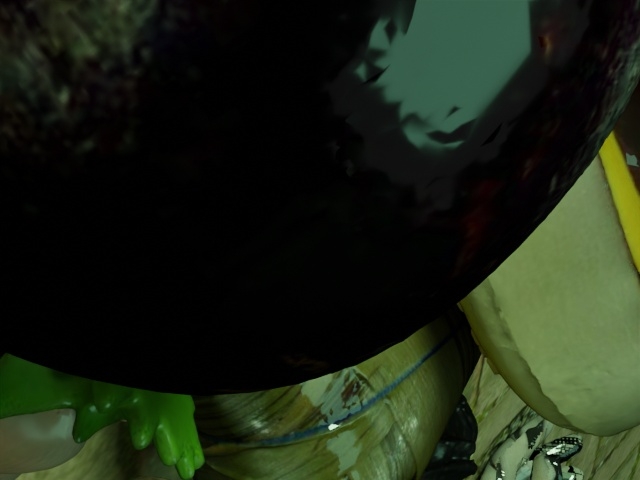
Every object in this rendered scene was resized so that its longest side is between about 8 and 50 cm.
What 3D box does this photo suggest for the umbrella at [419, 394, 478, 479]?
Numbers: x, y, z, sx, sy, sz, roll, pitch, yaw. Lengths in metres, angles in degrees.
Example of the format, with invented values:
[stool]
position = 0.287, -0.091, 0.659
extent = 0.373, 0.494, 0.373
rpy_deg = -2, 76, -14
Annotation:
[umbrella]
position = 0.009, 0.166, 1.054
extent = 0.326, 0.090, 0.094
rpy_deg = -21, 139, -55

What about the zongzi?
[zongzi]
position = 0.000, 0.000, 0.843
extent = 0.260, 0.123, 0.289
rpy_deg = -56, 140, -38

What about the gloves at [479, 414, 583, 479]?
[gloves]
position = 0.176, 0.260, 1.498
extent = 0.127, 0.111, 0.212
rpy_deg = 43, 49, -61

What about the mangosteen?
[mangosteen]
position = -0.014, -0.097, 0.480
extent = 0.302, 0.275, 0.275
rpy_deg = -8, 124, -61

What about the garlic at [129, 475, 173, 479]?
[garlic]
position = -0.083, 0.191, 0.825
extent = 0.102, 0.147, 0.159
rpy_deg = -57, 141, -33

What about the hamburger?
[hamburger]
position = 0.129, -0.044, 0.846
extent = 0.227, 0.151, 0.295
rpy_deg = -30, 108, -50

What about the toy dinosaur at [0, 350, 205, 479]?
[toy dinosaur]
position = -0.145, 0.042, 0.602
extent = 0.177, 0.152, 0.194
rpy_deg = -23, 148, 11
